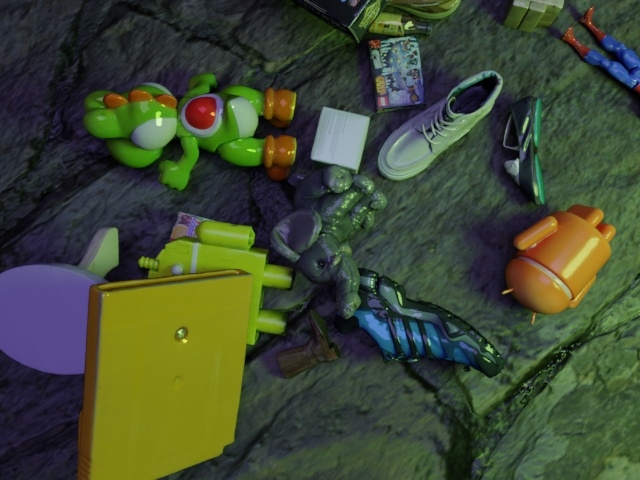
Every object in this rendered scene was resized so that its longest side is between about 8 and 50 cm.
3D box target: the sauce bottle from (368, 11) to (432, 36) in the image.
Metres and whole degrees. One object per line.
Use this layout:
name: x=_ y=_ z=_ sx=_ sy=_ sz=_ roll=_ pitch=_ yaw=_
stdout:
sauce bottle: x=0.147 y=-0.409 z=1.306 sx=0.128 sy=0.042 sz=0.042 roll=8 pitch=81 yaw=4

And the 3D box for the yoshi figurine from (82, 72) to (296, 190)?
yoshi figurine: x=-0.233 y=-0.197 z=1.239 sx=0.363 sy=0.203 sz=0.202 roll=4 pitch=122 yaw=-13

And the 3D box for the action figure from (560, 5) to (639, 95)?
action figure: x=0.577 y=-0.315 z=1.245 sx=0.091 sy=0.139 sz=0.280 roll=-44 pitch=86 yaw=-4

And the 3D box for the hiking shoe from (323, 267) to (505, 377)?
hiking shoe: x=0.166 y=0.167 z=1.196 sx=0.304 sy=0.113 sz=0.132 roll=29 pitch=93 yaw=13

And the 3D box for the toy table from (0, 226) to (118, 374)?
toy table: x=-0.394 y=0.110 z=1.139 sx=0.275 sy=0.161 sz=0.252 roll=16 pitch=103 yaw=16

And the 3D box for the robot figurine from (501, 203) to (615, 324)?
robot figurine: x=0.408 y=0.036 z=1.193 sx=0.128 sy=0.158 sz=0.219 roll=38 pitch=83 yaw=28

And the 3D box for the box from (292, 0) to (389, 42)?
box: x=0.039 y=-0.544 z=1.206 sx=0.293 sy=0.073 sz=0.295 roll=38 pitch=96 yaw=20

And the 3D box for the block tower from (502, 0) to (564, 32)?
block tower: x=0.433 y=-0.567 z=1.304 sx=0.091 sy=0.097 sz=0.335 roll=15 pitch=84 yaw=3

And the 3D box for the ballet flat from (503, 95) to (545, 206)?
ballet flat: x=0.371 y=-0.161 z=1.259 sx=0.074 sy=0.074 sz=0.203 roll=-2 pitch=87 yaw=0

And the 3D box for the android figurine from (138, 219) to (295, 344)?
android figurine: x=-0.185 y=0.086 z=1.199 sx=0.273 sy=0.056 sz=0.248 roll=11 pitch=103 yaw=2

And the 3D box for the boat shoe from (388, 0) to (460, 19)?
boat shoe: x=0.106 y=-0.494 z=1.271 sx=0.325 sy=0.116 sz=0.123 roll=9 pitch=98 yaw=2

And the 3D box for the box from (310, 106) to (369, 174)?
box: x=0.035 y=-0.172 z=1.240 sx=0.087 sy=0.101 sz=0.101 roll=13 pitch=83 yaw=2

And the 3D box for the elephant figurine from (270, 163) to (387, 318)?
elephant figurine: x=0.000 y=0.000 z=1.177 sx=0.170 sy=0.186 sz=0.239 roll=27 pitch=73 yaw=-12

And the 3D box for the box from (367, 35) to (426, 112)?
box: x=0.144 y=-0.313 z=1.298 sx=0.094 sy=0.027 sz=0.136 roll=-7 pitch=82 yaw=0

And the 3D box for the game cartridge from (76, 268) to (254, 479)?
game cartridge: x=-0.238 y=0.213 z=1.075 sx=0.053 sy=0.285 sz=0.323 roll=18 pitch=105 yaw=39

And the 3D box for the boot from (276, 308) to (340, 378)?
boot: x=-0.037 y=0.183 z=1.199 sx=0.114 sy=0.037 sz=0.106 roll=-23 pitch=102 yaw=19

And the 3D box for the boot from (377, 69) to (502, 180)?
boot: x=0.211 y=-0.213 z=1.234 sx=0.258 sy=0.123 sz=0.095 roll=-40 pitch=83 yaw=-5

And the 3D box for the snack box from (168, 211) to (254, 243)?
snack box: x=-0.201 y=0.013 z=1.246 sx=0.141 sy=0.037 sz=0.100 roll=15 pitch=84 yaw=2
